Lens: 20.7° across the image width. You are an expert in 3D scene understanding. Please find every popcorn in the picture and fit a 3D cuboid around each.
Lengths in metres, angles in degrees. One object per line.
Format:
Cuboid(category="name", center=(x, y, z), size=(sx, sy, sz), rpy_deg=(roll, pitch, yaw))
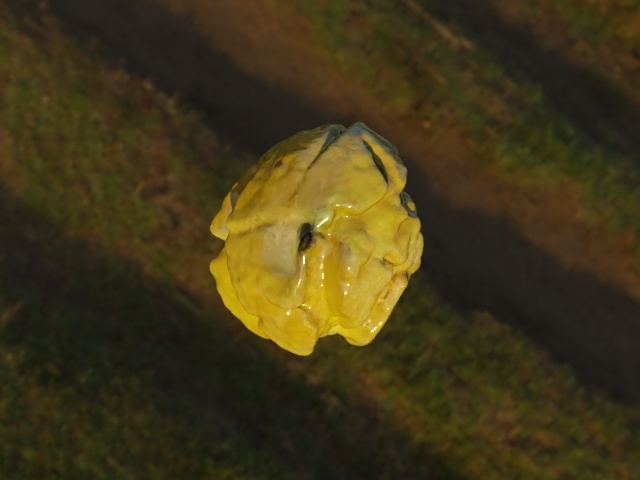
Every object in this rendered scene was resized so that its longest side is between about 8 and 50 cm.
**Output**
Cuboid(category="popcorn", center=(0.000, 0.000, 1.225), size=(0.148, 0.167, 0.152), rpy_deg=(45, 11, 21))
